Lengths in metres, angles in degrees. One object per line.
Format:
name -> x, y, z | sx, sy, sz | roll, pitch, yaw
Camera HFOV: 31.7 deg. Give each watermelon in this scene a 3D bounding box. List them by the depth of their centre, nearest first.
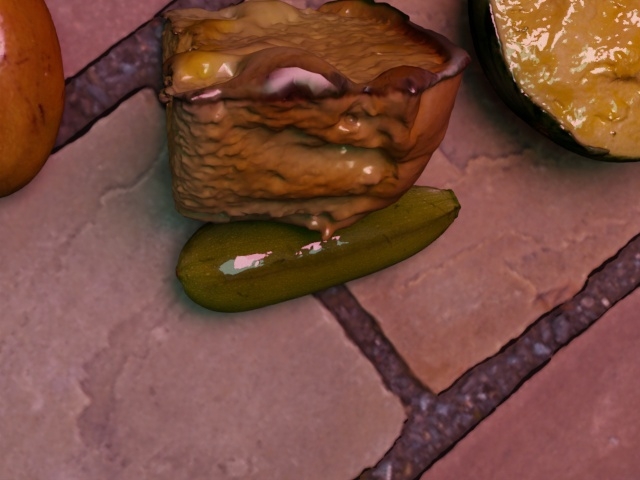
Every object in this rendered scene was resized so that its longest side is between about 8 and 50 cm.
watermelon -> 0.191, -0.169, 0.761 | 0.204, 0.127, 0.232 | 18, 89, -17

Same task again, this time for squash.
squash -> 0.000, 0.000, 0.759 | 0.201, 0.066, 0.066 | -16, 91, -16

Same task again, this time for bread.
bread -> -0.016, -0.067, 0.685 | 0.174, 0.252, 0.133 | -3, 110, -11

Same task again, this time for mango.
mango -> -0.217, -0.114, 0.711 | 0.115, 0.089, 0.165 | -34, 97, -7
